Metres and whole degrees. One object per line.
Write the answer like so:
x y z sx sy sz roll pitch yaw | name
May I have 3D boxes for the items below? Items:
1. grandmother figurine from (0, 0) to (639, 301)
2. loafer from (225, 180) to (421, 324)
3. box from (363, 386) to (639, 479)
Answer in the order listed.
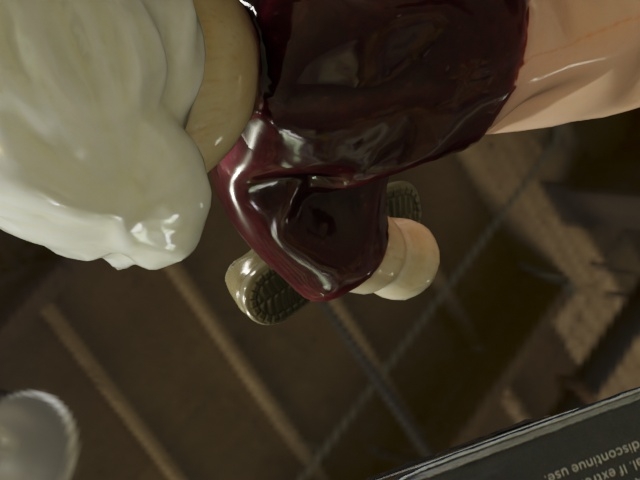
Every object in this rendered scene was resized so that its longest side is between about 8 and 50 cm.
0.034 -0.064 0.565 0.342 0.104 0.207 -15 -53 -37 | grandmother figurine
0.000 0.000 1.177 0.148 0.050 0.056 -27 -57 -31 | loafer
0.156 0.297 1.058 0.212 0.293 0.395 -18 -97 -18 | box
